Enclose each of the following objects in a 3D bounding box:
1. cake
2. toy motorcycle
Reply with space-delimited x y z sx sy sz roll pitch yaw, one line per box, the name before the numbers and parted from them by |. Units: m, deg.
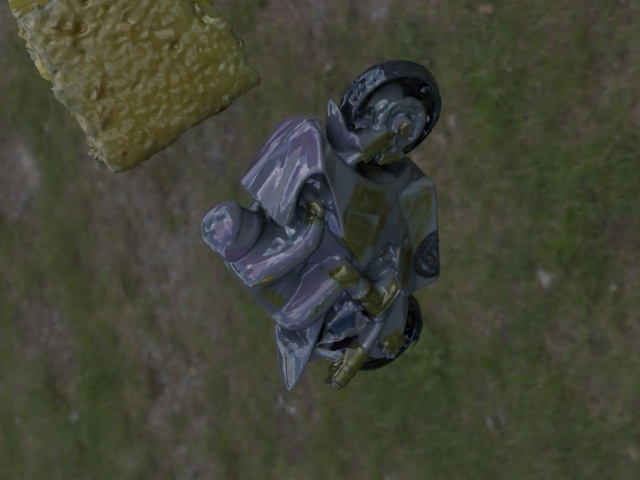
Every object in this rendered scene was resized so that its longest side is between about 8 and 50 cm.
cake | -0.239 -0.248 1.694 0.222 0.227 0.286 61 173 -22
toy motorcycle | 0.000 0.000 0.831 0.073 0.152 0.225 -129 33 -48
